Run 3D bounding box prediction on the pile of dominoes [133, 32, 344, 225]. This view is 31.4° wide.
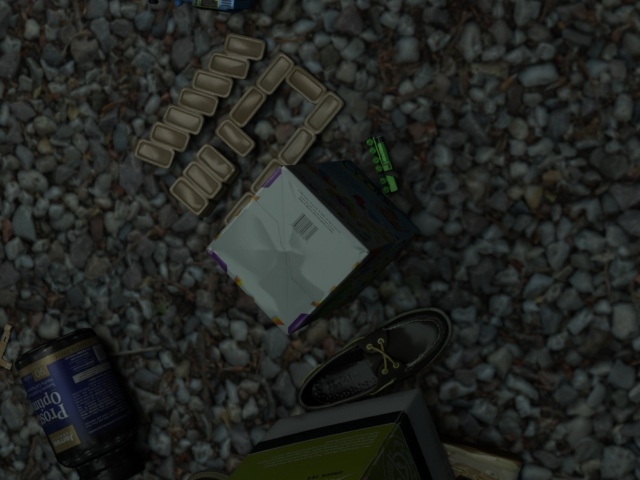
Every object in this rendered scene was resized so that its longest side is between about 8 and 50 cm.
[{"bbox_3d":[-0.113,-0.150,1.565,0.196,0.040,0.251,42,97,11],"label":"pile of dominoes"}]

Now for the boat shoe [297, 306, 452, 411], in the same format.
[{"bbox_3d":[0.072,0.163,1.504,0.227,0.068,0.081,-33,85,17],"label":"boat shoe"}]

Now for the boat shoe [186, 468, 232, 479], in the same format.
[{"bbox_3d":[-0.137,0.500,1.566,0.132,0.130,0.355,-18,89,18],"label":"boat shoe"}]

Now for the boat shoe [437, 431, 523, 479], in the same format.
[{"bbox_3d":[0.175,0.290,1.485,0.170,0.063,0.059,13,93,15],"label":"boat shoe"}]

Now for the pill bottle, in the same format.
[{"bbox_3d":[-0.335,0.244,1.611,0.123,0.123,0.219,-26,87,18],"label":"pill bottle"}]

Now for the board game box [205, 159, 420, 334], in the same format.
[{"bbox_3d":[0.000,0.000,1.404,0.144,0.275,0.142,46,106,9],"label":"board game box"}]

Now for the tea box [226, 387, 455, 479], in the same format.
[{"bbox_3d":[0.039,0.403,1.365,0.220,0.323,0.329,-16,101,24],"label":"tea box"}]

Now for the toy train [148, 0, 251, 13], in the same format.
[{"bbox_3d":[-0.175,-0.366,1.534,0.184,0.080,0.105,10,104,16],"label":"toy train"}]

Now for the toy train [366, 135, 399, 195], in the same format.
[{"bbox_3d":[0.083,-0.101,1.506,0.023,0.017,0.083,-18,89,8],"label":"toy train"}]

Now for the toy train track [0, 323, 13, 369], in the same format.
[{"bbox_3d":[-0.482,0.165,1.708,0.048,0.014,0.083,25,101,14],"label":"toy train track"}]
